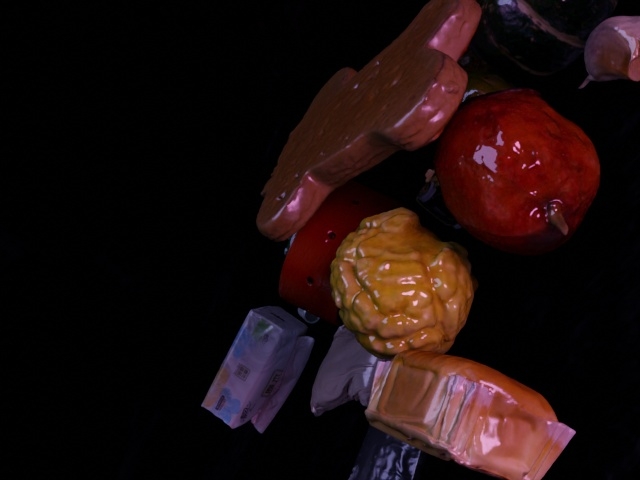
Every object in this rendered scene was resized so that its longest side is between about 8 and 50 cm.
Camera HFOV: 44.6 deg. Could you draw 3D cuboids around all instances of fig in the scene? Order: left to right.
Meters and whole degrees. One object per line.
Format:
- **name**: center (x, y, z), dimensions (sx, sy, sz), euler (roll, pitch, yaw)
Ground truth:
- **fig**: center (0.264, -0.199, 1.187), dimensions (0.117, 0.117, 0.177), euler (-62, 26, 6)

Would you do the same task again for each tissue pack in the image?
- **tissue pack**: center (-0.113, 0.269, 1.611), dimensions (0.230, 0.145, 0.159), euler (-61, -17, 6)

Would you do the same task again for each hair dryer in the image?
- **hair dryer**: center (-0.002, 0.114, 1.650), dimensions (0.124, 0.037, 0.063), euler (-59, 15, -3)

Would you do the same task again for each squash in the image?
- **squash**: center (0.320, -0.357, 1.119), dimensions (0.252, 0.165, 0.252), euler (-57, 16, 27)

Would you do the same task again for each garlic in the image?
- **garlic**: center (0.365, -0.239, 0.970), dimensions (0.084, 0.066, 0.152), euler (-65, 18, 3)

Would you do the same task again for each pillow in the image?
- **pillow**: center (0.059, 0.198, 1.252), dimensions (0.173, 0.067, 0.270), euler (-69, 13, -19)
- **pillow**: center (0.081, 0.319, 1.015), dimensions (0.141, 0.055, 0.208), euler (-16, 50, 61)

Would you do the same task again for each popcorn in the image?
- **popcorn**: center (0.112, 0.075, 1.049), dimensions (0.200, 0.203, 0.226), euler (-44, 35, -22)

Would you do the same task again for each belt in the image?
- **belt**: center (0.047, 0.014, 1.300), dimensions (0.227, 0.115, 0.324), euler (-67, -13, 17)

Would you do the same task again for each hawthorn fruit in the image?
- **hawthorn fruit**: center (0.242, -0.073, 0.923), dimensions (0.190, 0.189, 0.251), euler (-59, 29, 16)

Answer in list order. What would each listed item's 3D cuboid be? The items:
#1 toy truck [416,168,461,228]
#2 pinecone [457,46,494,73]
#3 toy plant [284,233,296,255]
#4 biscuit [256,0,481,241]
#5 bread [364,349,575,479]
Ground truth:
- **toy truck**: center (0.234, -0.105, 1.150), dimensions (0.191, 0.085, 0.116), euler (-35, 23, 54)
- **pinecone**: center (0.257, -0.370, 1.375), dimensions (0.174, 0.173, 0.174), euler (-55, 18, 27)
- **toy plant**: center (-0.002, 0.004, 1.673), dimensions (0.243, 0.112, 0.233), euler (-48, 19, 20)
- **biscuit**: center (0.072, -0.179, 1.121), dimensions (0.394, 0.076, 0.368), euler (-35, 24, 40)
- **bread**: center (0.150, 0.188, 0.858), dimensions (0.107, 0.136, 0.241), euler (-66, 15, -9)
